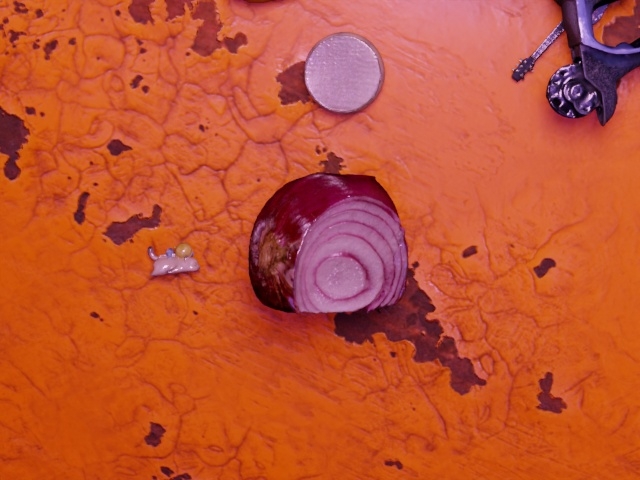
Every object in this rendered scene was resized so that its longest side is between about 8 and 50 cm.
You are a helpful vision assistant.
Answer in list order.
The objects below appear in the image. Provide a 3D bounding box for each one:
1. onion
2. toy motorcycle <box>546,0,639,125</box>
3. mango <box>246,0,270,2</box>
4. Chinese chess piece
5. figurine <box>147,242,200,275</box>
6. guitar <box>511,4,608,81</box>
[{"bbox_3d":[-0.003,-0.002,1.319,0.216,0.207,0.206,3,96,-38],"label":"onion"},{"bbox_3d":[0.396,-0.338,1.193,0.212,0.125,0.359,-8,98,9],"label":"toy motorcycle"},{"bbox_3d":[-0.082,-0.377,1.284,0.127,0.077,0.063,0,108,-1],"label":"mango"},{"bbox_3d":[0.036,-0.250,1.321,0.122,0.051,0.122,2,104,7],"label":"Chinese chess piece"},{"bbox_3d":[-0.238,0.030,1.430,0.083,0.047,0.051,-8,94,3],"label":"figurine"},{"bbox_3d":[0.361,-0.323,1.280,0.088,0.025,0.233,40,106,-4],"label":"guitar"}]
